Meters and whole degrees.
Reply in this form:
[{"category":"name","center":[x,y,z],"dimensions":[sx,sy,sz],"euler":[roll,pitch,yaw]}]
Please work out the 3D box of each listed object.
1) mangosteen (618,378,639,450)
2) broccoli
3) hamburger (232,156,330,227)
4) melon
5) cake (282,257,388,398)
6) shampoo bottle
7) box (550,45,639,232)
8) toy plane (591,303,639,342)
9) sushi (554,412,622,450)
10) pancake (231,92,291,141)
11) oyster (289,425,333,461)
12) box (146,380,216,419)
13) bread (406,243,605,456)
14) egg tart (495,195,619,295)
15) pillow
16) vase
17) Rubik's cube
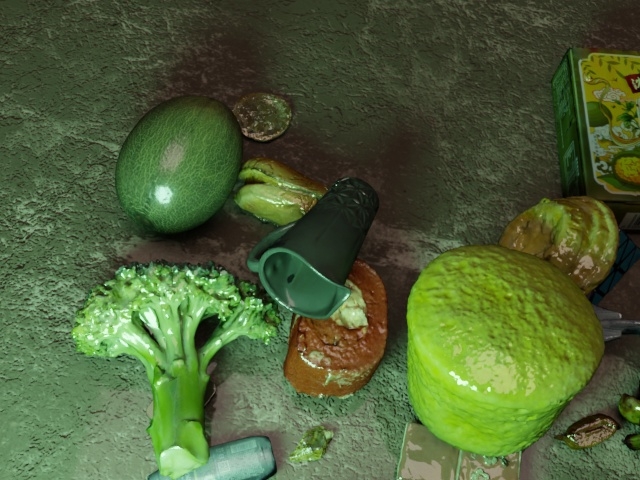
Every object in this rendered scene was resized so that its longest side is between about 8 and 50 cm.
[{"category":"mangosteen","center":[0.683,0.312,1.687],"dimensions":[0.257,0.215,0.215],"euler":[-37,67,18]},{"category":"broccoli","center":[-0.310,0.213,1.642],"dimensions":[0.353,0.275,0.397],"euler":[6,67,32]},{"category":"hamburger","center":[-0.061,-0.097,1.865],"dimensions":[0.262,0.131,0.124],"euler":[23,65,2]},{"category":"melon","center":[-0.285,-0.159,1.821],"dimensions":[0.237,0.237,0.302],"euler":[25,67,9]},{"category":"cake","center":[0.033,0.168,1.727],"dimensions":[0.177,0.151,0.283],"euler":[12,54,-6]},{"category":"shampoo bottle","center":[-0.200,0.425,1.641],"dimensions":[0.233,0.049,0.087],"euler":[-13,67,-10]},{"category":"box","center":[0.727,-0.219,1.972],"dimensions":[0.372,0.138,0.420],"euler":[3,65,-2]},{"category":"toy plane","center":[0.551,0.174,1.776],"dimensions":[0.267,0.088,0.212],"euler":[2,63,18]},{"category":"sushi","center":[0.517,0.369,1.716],"dimensions":[0.120,0.055,0.052],"euler":[-27,79,-4]},{"category":"pancake","center":[-0.134,-0.280,2.008],"dimensions":[0.139,0.022,0.140],"euler":[2,64,-4]},{"category":"oyster","center":[-0.015,0.389,1.683],"dimensions":[0.051,0.034,0.093],"euler":[31,70,19]},{"category":"box","center":[-0.266,0.309,1.705],"dimensions":[0.091,0.031,0.126],"euler":[31,65,11]},{"category":"bread","center":[0.318,0.212,1.621],"dimensions":[0.348,0.308,0.348],"euler":[1,46,-1]},{"category":"egg tart","center":[0.447,0.013,1.775],"dimensions":[0.115,0.290,0.290],"euler":[41,59,-32]},{"category":"pillow","center":[0.263,0.420,1.679],"dimensions":[0.232,0.043,0.126],"euler":[8,63,2]},{"category":"vase","center":[0.000,0.000,1.676],"dimensions":[0.251,0.156,0.301],"euler":[3,38,29]},{"category":"Rubik's cube","center":[0.551,0.065,1.874],"dimensions":[0.190,0.211,0.178],"euler":[13,82,38]}]
